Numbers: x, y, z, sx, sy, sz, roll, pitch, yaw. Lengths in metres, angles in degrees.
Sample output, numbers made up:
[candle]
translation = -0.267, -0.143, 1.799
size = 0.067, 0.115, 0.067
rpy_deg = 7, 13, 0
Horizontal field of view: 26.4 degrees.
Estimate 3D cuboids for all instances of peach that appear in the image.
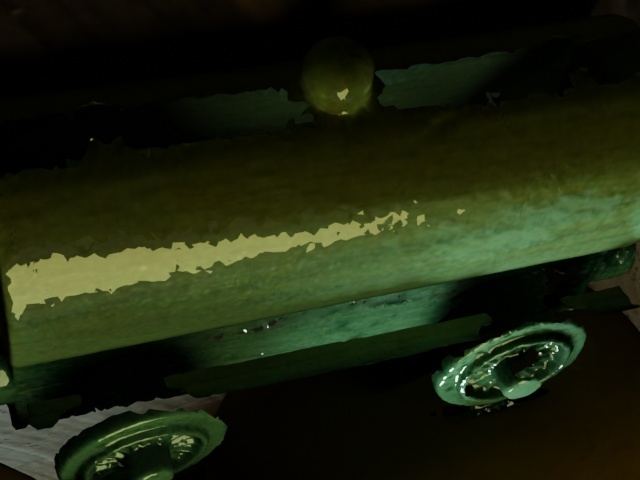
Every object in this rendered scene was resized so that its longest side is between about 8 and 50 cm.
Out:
[peach]
translation = 0.065, 0.106, 0.722
size = 0.251, 0.153, 0.251
rpy_deg = -10, -160, 4

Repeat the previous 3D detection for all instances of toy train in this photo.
[toy train]
translation = 0.003, 0.006, 0.526
size = 0.308, 0.126, 0.189
rpy_deg = -10, 158, -17

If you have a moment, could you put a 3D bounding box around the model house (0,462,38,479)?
[model house]
translation = -0.184, 0.246, 0.610
size = 0.245, 0.280, 0.312
rpy_deg = 28, 163, -20
